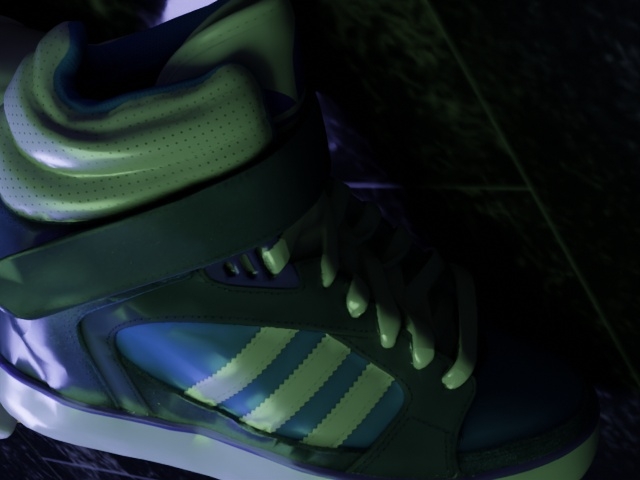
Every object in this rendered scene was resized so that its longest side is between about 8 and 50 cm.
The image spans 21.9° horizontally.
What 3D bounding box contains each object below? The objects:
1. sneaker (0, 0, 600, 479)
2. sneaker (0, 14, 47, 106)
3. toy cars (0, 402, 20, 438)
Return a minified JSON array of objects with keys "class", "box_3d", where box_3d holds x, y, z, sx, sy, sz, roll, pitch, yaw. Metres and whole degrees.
[{"class":"sneaker","box_3d":[0.000,0.000,0.780,0.323,0.130,0.236,10,125,-3]},{"class":"sneaker","box_3d":[-0.254,-0.128,0.874,0.290,0.106,0.123,10,112,13]},{"class":"toy cars","box_3d":[-0.237,0.050,1.022,0.176,0.087,0.394,8,159,19]}]
